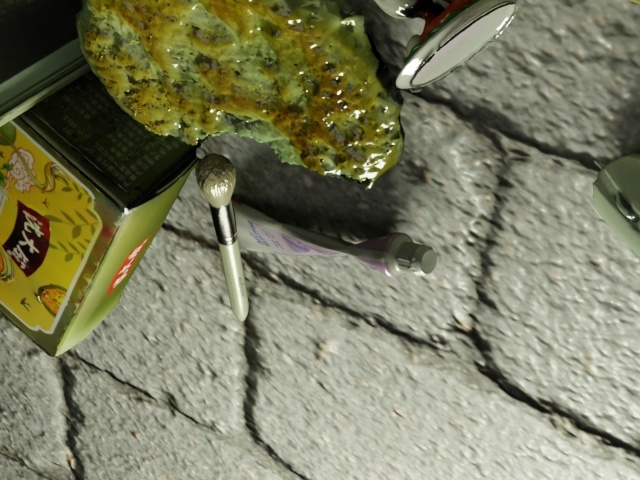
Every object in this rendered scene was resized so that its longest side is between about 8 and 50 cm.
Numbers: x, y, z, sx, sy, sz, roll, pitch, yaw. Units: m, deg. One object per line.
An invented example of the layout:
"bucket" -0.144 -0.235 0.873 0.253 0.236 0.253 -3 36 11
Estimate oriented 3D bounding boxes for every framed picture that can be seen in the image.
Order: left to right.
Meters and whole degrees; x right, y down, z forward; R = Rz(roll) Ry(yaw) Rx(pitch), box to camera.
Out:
"framed picture" -0.357 -0.222 1.440 0.018 0.293 0.231 9 131 53

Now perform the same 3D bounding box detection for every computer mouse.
"computer mouse" 0.306 -0.012 1.237 0.182 0.056 0.089 37 136 10

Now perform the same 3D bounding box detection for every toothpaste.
"toothpaste" 0.000 0.000 1.520 0.301 0.048 0.075 11 159 43

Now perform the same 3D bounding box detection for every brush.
"brush" -0.105 0.004 1.594 0.042 0.039 0.299 -7 144 -3

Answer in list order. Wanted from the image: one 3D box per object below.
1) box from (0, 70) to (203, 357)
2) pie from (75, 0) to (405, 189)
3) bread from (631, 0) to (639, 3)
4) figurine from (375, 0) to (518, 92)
"box" -0.378 -0.110 1.682 0.420 0.138 0.373 42 141 4
"pie" -0.088 -0.182 1.387 0.371 0.078 0.296 20 146 25
"bread" 0.261 -0.226 0.992 0.361 0.077 0.138 22 149 46
"figurine" 0.075 -0.219 1.216 0.153 0.132 0.132 53 142 9
